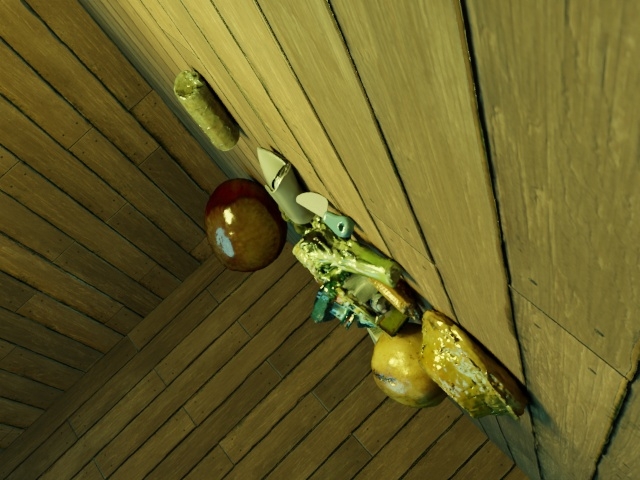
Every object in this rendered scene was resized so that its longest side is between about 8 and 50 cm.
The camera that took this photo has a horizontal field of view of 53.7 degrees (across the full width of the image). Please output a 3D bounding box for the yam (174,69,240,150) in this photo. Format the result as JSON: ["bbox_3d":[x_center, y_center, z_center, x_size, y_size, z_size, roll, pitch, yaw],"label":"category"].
[{"bbox_3d":[-0.314,-0.359,1.755,0.093,0.093,0.259,43,174,32],"label":"yam"}]

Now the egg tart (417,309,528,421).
[{"bbox_3d":[0.342,0.317,1.510,0.341,0.129,0.341,44,176,4],"label":"egg tart"}]

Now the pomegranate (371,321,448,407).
[{"bbox_3d":[0.273,0.363,1.851,0.260,0.260,0.260,46,175,5],"label":"pomegranate"}]

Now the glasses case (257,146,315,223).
[{"bbox_3d":[-0.101,-0.144,1.730,0.128,0.083,0.308,43,174,25],"label":"glasses case"}]

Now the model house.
[{"bbox_3d":[0.136,0.229,2.077,0.291,0.184,0.253,33,145,8],"label":"model house"}]

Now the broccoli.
[{"bbox_3d":[0.086,0.042,1.554,0.304,0.145,0.165,25,150,48],"label":"broccoli"}]

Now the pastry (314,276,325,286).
[{"bbox_3d":[0.108,0.195,2.386,0.329,0.136,0.330,46,173,7],"label":"pastry"}]

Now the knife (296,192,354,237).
[{"bbox_3d":[0.007,-0.077,1.570,0.032,0.058,0.244,2,-155,-35],"label":"knife"}]

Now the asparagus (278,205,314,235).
[{"bbox_3d":[-0.083,-0.081,2.155,0.080,0.080,0.287,43,173,33],"label":"asparagus"}]

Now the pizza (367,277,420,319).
[{"bbox_3d":[0.210,0.146,1.626,0.199,0.062,0.188,42,-175,-45],"label":"pizza"}]

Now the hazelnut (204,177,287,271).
[{"bbox_3d":[-0.320,-0.076,2.749,0.421,0.352,0.421,41,-147,-35],"label":"hazelnut"}]

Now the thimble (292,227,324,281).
[{"bbox_3d":[0.010,0.029,1.846,0.137,0.143,0.190,45,175,4],"label":"thimble"}]

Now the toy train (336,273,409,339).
[{"bbox_3d":[0.156,0.163,1.809,0.177,0.134,0.261,39,178,-19],"label":"toy train"}]

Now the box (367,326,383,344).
[{"bbox_3d":[0.250,0.396,2.364,0.164,0.069,0.256,64,178,-7],"label":"box"}]
